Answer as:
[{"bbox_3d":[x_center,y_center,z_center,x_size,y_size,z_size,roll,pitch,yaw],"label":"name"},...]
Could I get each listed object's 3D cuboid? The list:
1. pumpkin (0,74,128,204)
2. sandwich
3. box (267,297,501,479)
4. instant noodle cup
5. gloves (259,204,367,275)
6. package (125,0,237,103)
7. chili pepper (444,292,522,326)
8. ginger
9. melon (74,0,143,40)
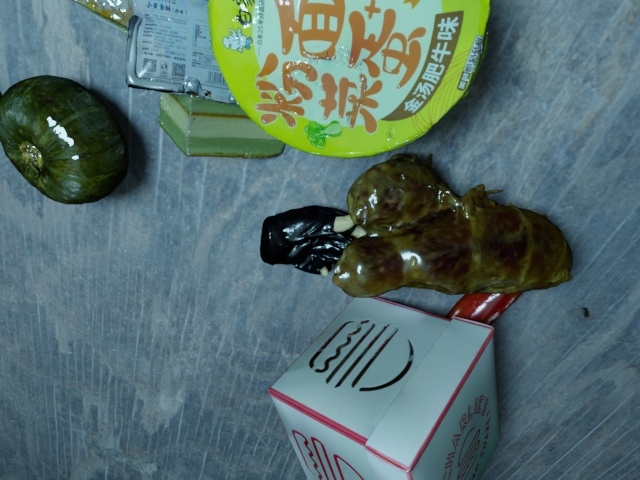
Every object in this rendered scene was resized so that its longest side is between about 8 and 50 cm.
[{"bbox_3d":[-0.432,-0.168,0.766,0.224,0.157,0.223,14,130,18],"label":"pumpkin"},{"bbox_3d":[-0.166,-0.222,0.776,0.188,0.144,0.117,-6,130,-31],"label":"sandwich"},{"bbox_3d":[0.137,0.330,0.853,0.300,0.314,0.312,12,130,40],"label":"box"},{"bbox_3d":[0.041,-0.285,0.580,0.312,0.221,0.311,4,124,6],"label":"instant noodle cup"},{"bbox_3d":[0.000,0.000,0.834,0.204,0.124,0.164,0,148,-16],"label":"gloves"},{"bbox_3d":[-0.187,-0.295,0.654,0.171,0.027,0.173,5,92,-17],"label":"package"},{"bbox_3d":[0.316,0.185,0.920,0.137,0.091,0.368,12,127,-14],"label":"chili pepper"},{"bbox_3d":[0.226,-0.021,0.744,0.419,0.176,0.254,5,79,-11],"label":"ginger"},{"bbox_3d":[-0.273,-0.357,0.662,0.203,0.093,0.139,24,111,-14],"label":"melon"}]
